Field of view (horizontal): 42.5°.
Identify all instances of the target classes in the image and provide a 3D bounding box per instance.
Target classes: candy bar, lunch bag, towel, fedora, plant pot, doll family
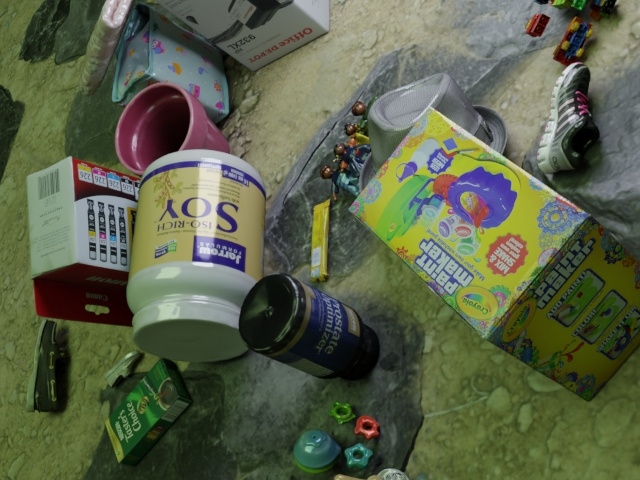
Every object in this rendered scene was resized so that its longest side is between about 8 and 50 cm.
[{"bbox_3d":[0.000,0.000,1.464,0.040,0.018,0.161,-21,55,37],"label":"candy bar"},{"bbox_3d":[-0.329,-0.382,1.822,0.160,0.223,0.262,-34,48,35],"label":"lunch bag"},{"bbox_3d":[-0.425,-0.501,1.741,0.332,0.053,0.316,-35,37,63],"label":"towel"},{"bbox_3d":[0.155,-0.169,1.265,0.244,0.124,0.275,-12,31,28],"label":"fedora"},{"bbox_3d":[-0.290,-0.200,1.702,0.201,0.180,0.201,-10,70,28],"label":"plant pot"},{"bbox_3d":[0.066,-0.159,1.448,0.111,0.076,0.193,25,81,27],"label":"doll family"}]

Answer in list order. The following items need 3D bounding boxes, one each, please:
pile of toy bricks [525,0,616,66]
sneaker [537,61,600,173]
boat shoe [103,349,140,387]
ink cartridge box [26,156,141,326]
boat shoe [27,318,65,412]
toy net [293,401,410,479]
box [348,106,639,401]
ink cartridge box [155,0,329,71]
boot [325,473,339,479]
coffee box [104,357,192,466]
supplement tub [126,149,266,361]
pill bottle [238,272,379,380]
[{"bbox_3d":[0.389,-0.383,1.273,0.212,0.118,0.105,-64,10,8],"label":"pile of toy bricks"},{"bbox_3d":[0.373,-0.175,1.191,0.075,0.063,0.170,11,80,45],"label":"sneaker"},{"bbox_3d":[-0.399,0.263,1.677,0.100,0.035,0.035,-41,74,13],"label":"boat shoe"},{"bbox_3d":[-0.394,0.017,1.582,0.130,0.309,0.271,-17,72,30],"label":"ink cartridge box"},{"bbox_3d":[-0.602,0.277,1.829,0.081,0.069,0.227,108,162,-51],"label":"boat shoe"},{"bbox_3d":[0.067,0.332,1.199,0.122,0.045,0.232,-30,44,-31],"label":"toy net"},{"bbox_3d":[0.240,0.019,1.047,0.177,0.279,0.290,-52,44,8],"label":"box"},{"bbox_3d":[-0.159,-0.505,1.675,0.223,0.307,0.129,-20,58,34],"label":"ink cartridge box"},{"bbox_3d":[0.025,0.406,1.210,0.087,0.042,0.118,-57,42,11],"label":"boot"},{"bbox_3d":[-0.331,0.328,1.570,0.184,0.040,0.113,-47,45,12],"label":"coffee box"},{"bbox_3d":[-0.221,0.030,1.488,0.241,0.241,0.331,-22,55,33],"label":"supplement tub"},{"bbox_3d":[-0.010,0.140,1.251,0.123,0.219,0.122,-21,56,34],"label":"pill bottle"}]
